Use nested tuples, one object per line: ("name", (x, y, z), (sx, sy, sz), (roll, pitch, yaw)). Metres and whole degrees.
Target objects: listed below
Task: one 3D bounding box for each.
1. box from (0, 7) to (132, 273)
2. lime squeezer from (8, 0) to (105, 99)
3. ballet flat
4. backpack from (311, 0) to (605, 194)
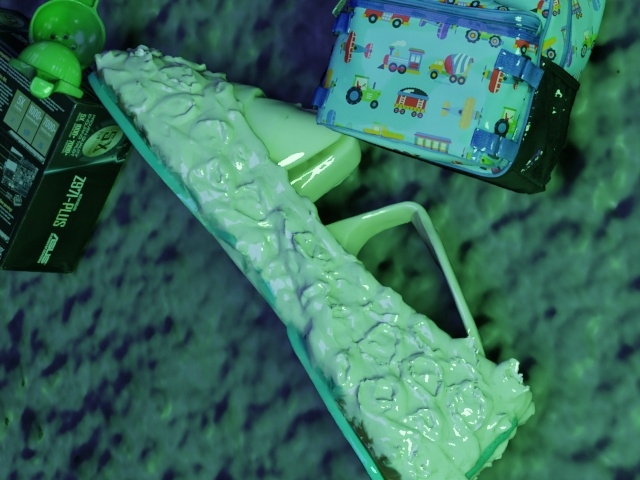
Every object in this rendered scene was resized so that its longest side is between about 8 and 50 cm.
("box", (-0.243, -0.082, 1.428), (0.180, 0.077, 0.147), (38, 110, 34))
("lime squeezer", (-0.174, -0.145, 1.303), (0.110, 0.059, 0.310), (-38, 21, 30))
("ballet flat", (0.000, 0.000, 1.217), (0.147, 0.147, 0.409), (-49, 62, 25))
("backpack", (0.090, -0.131, 1.136), (0.158, 0.117, 0.173), (21, 93, 26))
